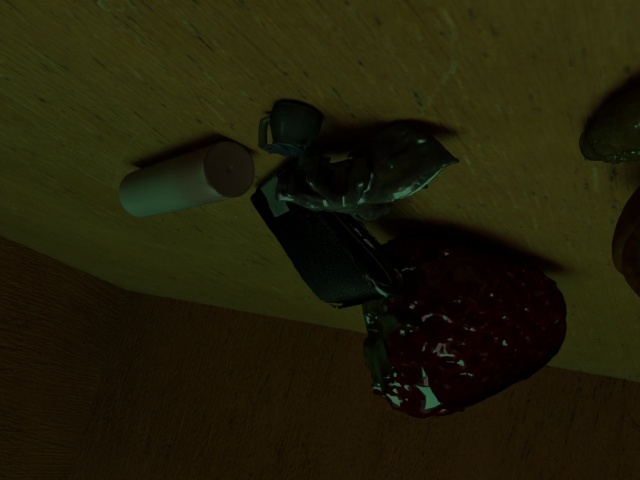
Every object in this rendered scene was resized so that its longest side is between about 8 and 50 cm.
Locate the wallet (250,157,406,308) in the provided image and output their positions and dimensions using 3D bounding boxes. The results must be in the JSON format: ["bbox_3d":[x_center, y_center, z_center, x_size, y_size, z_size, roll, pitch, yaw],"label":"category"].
[{"bbox_3d":[0.000,0.000,1.195,0.262,0.071,0.221,51,160,-6],"label":"wallet"}]

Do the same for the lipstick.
[{"bbox_3d":[-0.228,-0.094,1.212,0.087,0.087,0.327,23,163,-33],"label":"lipstick"}]

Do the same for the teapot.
[{"bbox_3d":[-0.044,-0.136,0.933,0.088,0.057,0.066,4,162,35],"label":"teapot"}]

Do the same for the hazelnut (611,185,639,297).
[{"bbox_3d":[0.407,-0.008,0.808,0.182,0.182,0.182,13,166,3],"label":"hazelnut"}]

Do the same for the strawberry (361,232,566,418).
[{"bbox_3d":[0.250,0.139,1.298,0.345,0.318,0.295,-2,156,-14],"label":"strawberry"}]

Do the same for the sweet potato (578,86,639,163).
[{"bbox_3d":[0.297,-0.105,0.731,0.068,0.060,0.206,48,176,2],"label":"sweet potato"}]

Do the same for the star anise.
[{"bbox_3d":[0.041,-0.084,0.968,0.198,0.111,0.257,0,175,-11],"label":"star anise"}]
